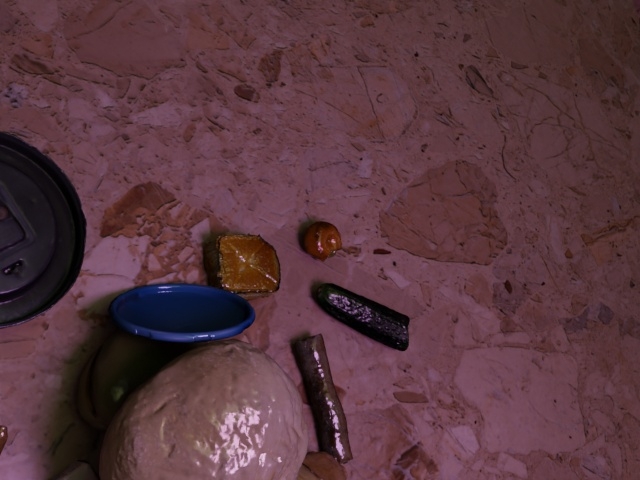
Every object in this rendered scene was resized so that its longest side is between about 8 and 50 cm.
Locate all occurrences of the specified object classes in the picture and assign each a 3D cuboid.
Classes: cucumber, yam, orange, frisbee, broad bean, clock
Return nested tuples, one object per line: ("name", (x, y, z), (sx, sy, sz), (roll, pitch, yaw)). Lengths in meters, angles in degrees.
("cucumber", (0.090, 0.152, 1.758), (0.241, 0.074, 0.074), (27, 60, -25))
("yam", (0.009, 0.306, 1.648), (0.061, 0.061, 0.252), (-9, 80, -39))
("orange", (0.000, 0.000, 1.750), (0.086, 0.062, 0.086), (5, 83, -47))
("frisbee", (-0.230, 0.128, 1.445), (0.242, 0.242, 0.045), (-9, 113, -39))
("broad bean", (-0.283, 0.226, 1.437), (0.263, 0.121, 0.189), (-8, 73, -54))
("clock", (-0.530, -0.016, 1.354), (0.325, 0.067, 0.325), (13, 67, -33))

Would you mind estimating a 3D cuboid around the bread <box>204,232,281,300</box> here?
("bread", (-0.144, 0.048, 1.619), (0.140, 0.069, 0.127), (-2, 74, -34))

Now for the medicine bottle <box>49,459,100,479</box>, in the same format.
("medicine bottle", (-0.394, 0.455, 1.297), (0.201, 0.052, 0.171), (-33, 95, -39))

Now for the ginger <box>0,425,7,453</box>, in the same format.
("ginger", (-0.497, 0.318, 1.284), (0.048, 0.030, 0.097), (46, 50, -51))

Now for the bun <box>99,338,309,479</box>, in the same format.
("bun", (-0.155, 0.338, 1.334), (0.352, 0.227, 0.349), (-57, 145, -1))

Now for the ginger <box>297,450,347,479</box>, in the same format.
("ginger", (-0.038, 0.415, 1.559), (0.193, 0.115, 0.122), (40, 34, -4))
